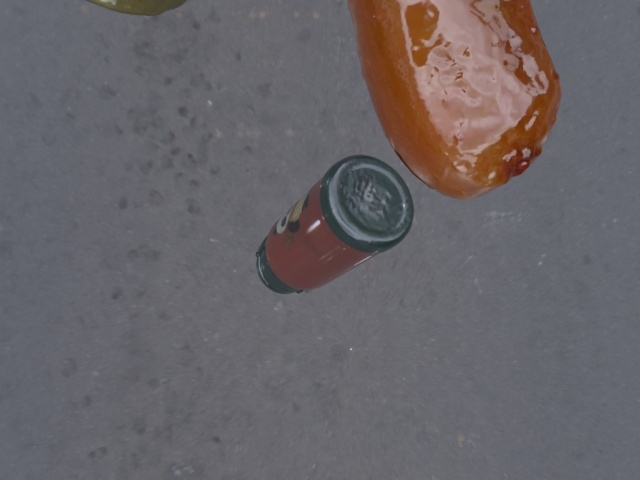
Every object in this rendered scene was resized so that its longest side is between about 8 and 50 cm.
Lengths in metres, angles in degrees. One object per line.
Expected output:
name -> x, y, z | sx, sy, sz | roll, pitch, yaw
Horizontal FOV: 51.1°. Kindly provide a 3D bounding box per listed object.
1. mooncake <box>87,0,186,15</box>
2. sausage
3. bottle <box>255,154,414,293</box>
mooncake -> -0.393, -0.621, 1.286 | 0.378, 0.201, 0.378 | 19, 41, -18
sausage -> 0.084, -0.157, 0.467 | 0.133, 0.133, 0.258 | -13, 90, 0
bottle -> 0.000, 0.000, 1.057 | 0.144, 0.336, 0.144 | 11, 64, -24
